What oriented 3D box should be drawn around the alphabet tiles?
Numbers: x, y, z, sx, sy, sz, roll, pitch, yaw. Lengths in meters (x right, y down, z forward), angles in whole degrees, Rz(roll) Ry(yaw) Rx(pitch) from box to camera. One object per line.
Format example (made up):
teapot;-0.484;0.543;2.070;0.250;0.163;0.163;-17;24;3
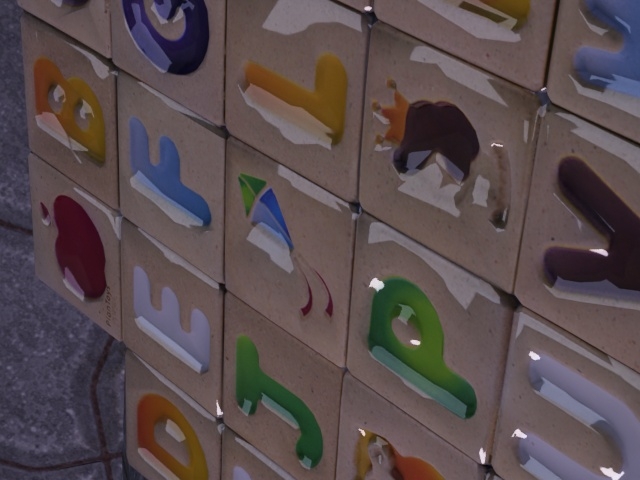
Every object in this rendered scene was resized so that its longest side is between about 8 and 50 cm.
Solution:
alphabet tiles;0.010;0.014;0.405;0.342;0.011;0.285;32;133;37
